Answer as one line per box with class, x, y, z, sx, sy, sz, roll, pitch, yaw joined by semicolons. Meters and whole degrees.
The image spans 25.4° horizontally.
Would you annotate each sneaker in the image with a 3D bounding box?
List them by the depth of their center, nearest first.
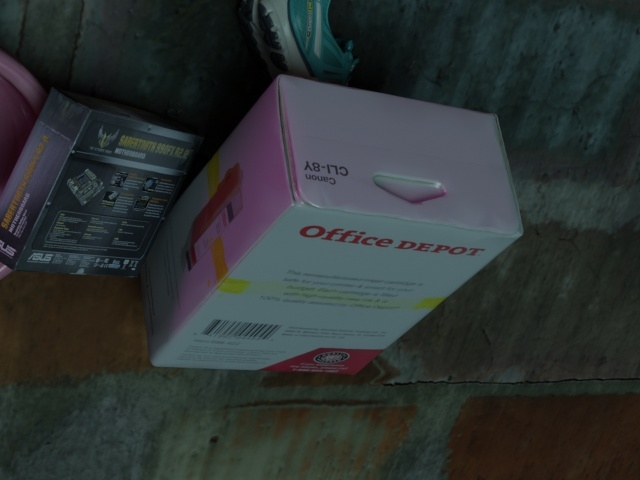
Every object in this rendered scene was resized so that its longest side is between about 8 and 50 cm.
sneaker;0.000;-0.176;1.593;0.110;0.107;0.275;-33;134;-18

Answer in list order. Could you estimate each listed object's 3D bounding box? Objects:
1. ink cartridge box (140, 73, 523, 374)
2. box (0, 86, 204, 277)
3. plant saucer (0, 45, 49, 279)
ink cartridge box;0.000;0.000;1.565;0.279;0.160;0.384;7;150;-28
box;-0.237;-0.054;1.499;0.183;0.056;0.231;-64;156;9
plant saucer;-0.431;-0.080;1.460;0.332;0.084;0.332;-12;126;-18
